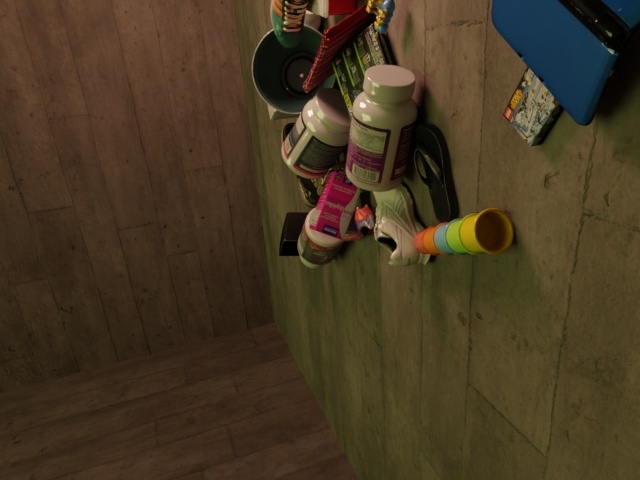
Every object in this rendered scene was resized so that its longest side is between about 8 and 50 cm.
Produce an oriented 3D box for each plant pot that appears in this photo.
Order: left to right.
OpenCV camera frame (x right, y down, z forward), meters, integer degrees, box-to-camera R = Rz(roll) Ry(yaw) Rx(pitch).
[{"bbox_3d":[-0.079,-0.601,1.686,0.196,0.293,0.293,-62,-35,-75],"label":"plant pot"},{"bbox_3d":[-0.104,-0.035,2.267,0.187,0.188,0.167,114,152,-63],"label":"plant pot"}]

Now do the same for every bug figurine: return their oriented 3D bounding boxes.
[{"bbox_3d":[0.150,-0.670,1.189,0.216,0.072,0.279,116,144,-54],"label":"bug figurine"}]

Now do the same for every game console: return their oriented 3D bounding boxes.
[{"bbox_3d":[0.386,-0.366,0.668,0.250,0.173,0.293,-40,56,28],"label":"game console"}]

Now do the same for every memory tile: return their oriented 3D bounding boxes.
[{"bbox_3d":[0.048,-0.232,1.735,0.012,0.148,0.113,-27,-74,-65],"label":"memory tile"}]

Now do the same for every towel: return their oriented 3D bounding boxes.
[{"bbox_3d":[0.048,-0.566,1.397,0.031,0.199,0.275,49,159,1],"label":"towel"}]

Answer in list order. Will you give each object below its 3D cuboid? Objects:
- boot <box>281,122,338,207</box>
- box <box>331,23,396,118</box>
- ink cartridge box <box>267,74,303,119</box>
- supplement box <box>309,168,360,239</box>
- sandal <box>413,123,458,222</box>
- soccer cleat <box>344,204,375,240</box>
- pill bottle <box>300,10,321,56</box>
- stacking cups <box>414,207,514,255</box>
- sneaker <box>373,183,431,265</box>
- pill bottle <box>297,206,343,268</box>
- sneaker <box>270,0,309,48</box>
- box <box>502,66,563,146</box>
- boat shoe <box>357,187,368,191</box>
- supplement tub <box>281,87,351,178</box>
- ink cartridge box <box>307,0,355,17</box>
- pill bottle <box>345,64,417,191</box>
[{"bbox_3d":[-0.041,-0.332,1.912,0.284,0.138,0.377,163,91,-74],"label":"boot"},{"bbox_3d":[0.126,-0.469,1.323,0.184,0.045,0.191,-27,78,50],"label":"box"},{"bbox_3d":[-0.126,-0.639,1.877,0.115,0.198,0.273,158,100,-74],"label":"ink cartridge box"},{"bbox_3d":[0.055,-0.123,1.620,0.114,0.111,0.220,-150,79,-77],"label":"supplement box"},{"bbox_3d":[0.275,-0.167,1.152,0.097,0.054,0.255,141,116,-71],"label":"sandal"},{"bbox_3d":[0.131,-0.037,1.672,0.095,0.083,0.248,68,158,17],"label":"soccer cleat"},{"bbox_3d":[-0.069,-0.786,1.712,0.229,0.131,0.131,133,124,-69],"label":"pill bottle"},{"bbox_3d":[0.306,-0.011,1.095,0.316,0.096,0.096,170,88,-73],"label":"stacking cups"},{"bbox_3d":[0.205,-0.057,1.328,0.111,0.129,0.297,99,155,-54],"label":"sneaker"},{"bbox_3d":[0.000,0.000,1.940,0.318,0.176,0.176,115,140,-64],"label":"pill bottle"},{"bbox_3d":[-0.087,-0.722,1.415,0.121,0.108,0.302,-115,21,-45],"label":"sneaker"},{"bbox_3d":[0.379,-0.246,0.815,0.137,0.027,0.094,102,151,-52],"label":"box"},{"bbox_3d":[0.160,-0.204,1.480,0.183,0.065,0.083,99,154,-48],"label":"boat shoe"},{"bbox_3d":[-0.001,-0.357,1.594,0.272,0.191,0.191,-48,54,47],"label":"supplement tub"},{"bbox_3d":[0.028,-0.834,1.371,0.272,0.130,0.309,-123,26,-49],"label":"ink cartridge box"},{"bbox_3d":[0.161,-0.292,1.240,0.301,0.169,0.169,95,156,-43],"label":"pill bottle"}]
